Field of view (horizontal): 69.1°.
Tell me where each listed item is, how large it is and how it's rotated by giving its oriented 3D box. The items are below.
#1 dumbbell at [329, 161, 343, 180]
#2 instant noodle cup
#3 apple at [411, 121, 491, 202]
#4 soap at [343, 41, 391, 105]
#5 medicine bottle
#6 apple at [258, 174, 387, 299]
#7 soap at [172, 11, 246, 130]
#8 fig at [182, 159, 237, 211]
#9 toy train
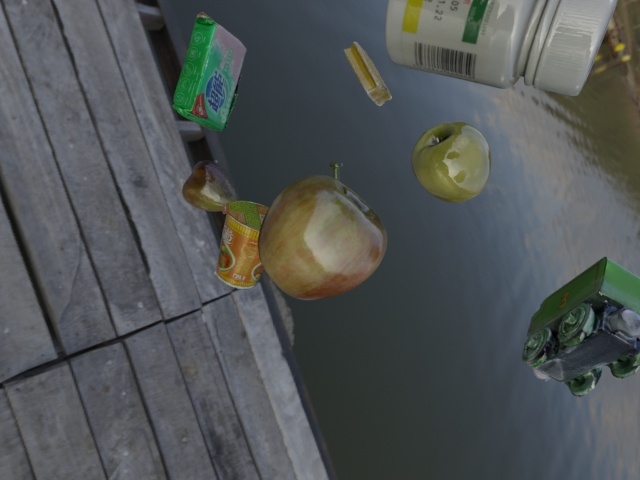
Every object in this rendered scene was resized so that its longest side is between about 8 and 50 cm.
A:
[{"bbox_3d":[0.058,-0.231,1.715,0.046,0.052,0.117,-24,118,-56],"label":"dumbbell"},{"bbox_3d":[-0.187,0.017,1.177,0.169,0.185,0.168,20,22,-8],"label":"instant noodle cup"},{"bbox_3d":[0.426,-0.255,1.506,0.262,0.262,0.262,22,59,-43],"label":"apple"},{"bbox_3d":[0.189,-0.661,1.846,0.140,0.073,0.232,17,45,-61],"label":"soap"},{"bbox_3d":[0.305,-0.379,0.808,0.208,0.340,0.208,-48,150,-40],"label":"medicine bottle"},{"bbox_3d":[0.000,0.000,0.963,0.257,0.234,0.257,37,13,-10],"label":"apple"},{"bbox_3d":[-0.322,-0.474,1.342,0.218,0.098,0.273,14,93,-61],"label":"soap"},{"bbox_3d":[-0.353,-0.152,1.607,0.274,0.170,0.145,40,-2,10],"label":"fig"},{"bbox_3d":[0.611,0.204,1.079,0.173,0.307,0.249,33,51,6],"label":"toy train"}]
